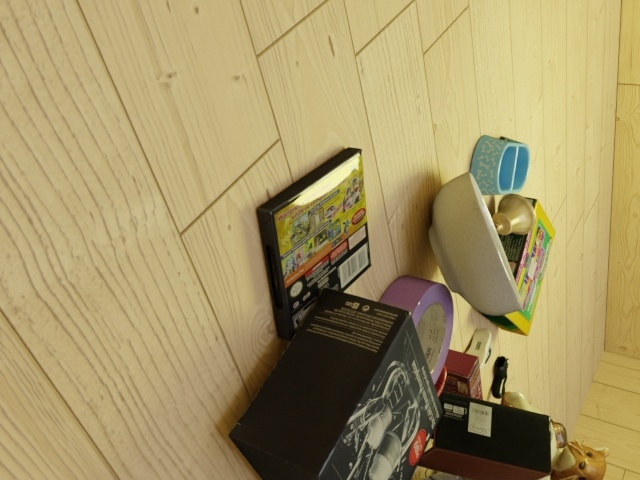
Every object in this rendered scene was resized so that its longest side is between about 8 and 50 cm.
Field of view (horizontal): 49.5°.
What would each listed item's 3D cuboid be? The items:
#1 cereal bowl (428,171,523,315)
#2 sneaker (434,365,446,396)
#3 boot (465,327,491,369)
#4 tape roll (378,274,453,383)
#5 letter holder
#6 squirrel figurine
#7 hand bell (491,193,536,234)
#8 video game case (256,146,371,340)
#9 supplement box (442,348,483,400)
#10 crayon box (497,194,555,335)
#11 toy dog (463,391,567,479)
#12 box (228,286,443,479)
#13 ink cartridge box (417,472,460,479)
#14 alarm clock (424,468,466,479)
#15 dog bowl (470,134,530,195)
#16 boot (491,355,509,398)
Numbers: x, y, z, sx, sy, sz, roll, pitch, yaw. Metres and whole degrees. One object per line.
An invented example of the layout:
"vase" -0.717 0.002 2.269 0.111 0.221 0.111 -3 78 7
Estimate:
"cereal bowl" 0.342 0.020 1.599 0.339 0.141 0.339 -20 90 -74
"sneaker" 0.246 0.411 1.724 0.221 0.087 0.128 -53 151 -15
"boot" 0.462 0.352 2.034 0.190 0.069 0.086 -51 137 -39
"tape roll" 0.206 0.221 1.568 0.274 0.090 0.275 -26 122 -51
"letter holder" 0.412 0.526 1.807 0.214 0.301 0.152 110 -7 -58
"squirrel figurine" 0.827 0.761 2.468 0.397 0.370 0.281 48 60 -53
"hand bell" 0.473 -0.030 1.913 0.242 0.126 0.126 -27 124 -34
"video game case" 0.000 0.000 1.217 0.275 0.035 0.248 -39 132 -44
"supplement box" 0.374 0.392 1.877 0.081 0.104 0.188 -49 138 -39
"crayon box" 0.608 0.084 2.140 0.313 0.106 0.363 34 72 -58
"toy dog" 0.611 0.644 2.100 0.395 0.284 0.408 54 31 6
"box" 0.049 0.319 1.210 0.312 0.178 0.343 -55 142 -29
"ink cartridge box" 0.298 0.690 1.845 0.150 0.063 0.109 -8 109 -28
"alarm clock" 0.343 0.694 1.943 0.129 0.064 0.192 -37 116 -8
"dog bowl" 0.498 -0.201 1.897 0.297 0.074 0.166 -10 109 -56
"boot" 0.599 0.452 2.310 0.121 0.045 0.099 -55 145 -43
